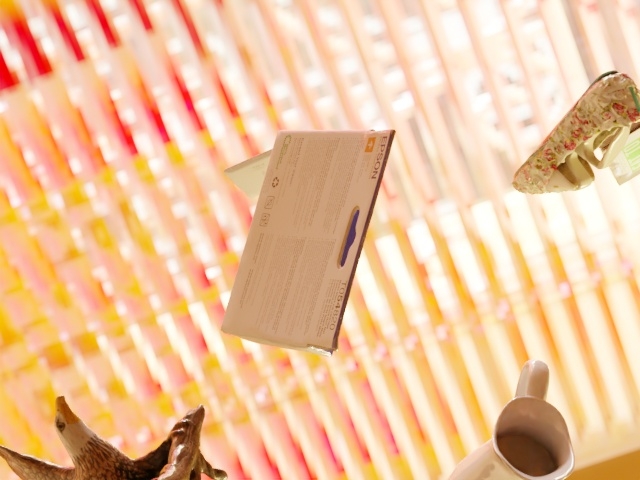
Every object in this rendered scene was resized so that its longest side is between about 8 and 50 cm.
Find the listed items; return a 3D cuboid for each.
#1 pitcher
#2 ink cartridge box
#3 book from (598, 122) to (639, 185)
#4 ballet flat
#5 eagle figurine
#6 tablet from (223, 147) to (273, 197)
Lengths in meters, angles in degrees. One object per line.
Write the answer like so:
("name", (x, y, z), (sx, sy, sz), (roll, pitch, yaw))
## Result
("pitcher", (0.198, 0.240, 1.909), (0.207, 0.125, 0.178), (106, 179, -45))
("ink cartridge box", (0.000, 0.000, 1.799), (0.224, 0.045, 0.223), (6, 78, 59))
("book", (0.414, -0.134, 2.264), (0.096, 0.144, 0.035), (50, -170, -52))
("ballet flat", (0.302, -0.105, 2.156), (0.077, 0.091, 0.241), (57, 145, 16))
("eagle figurine", (-0.253, 0.270, 1.951), (0.226, 0.298, 0.225), (25, -134, -59))
("tablet", (-0.061, -0.076, 2.063), (0.054, 0.083, 0.006), (44, -141, -36))
